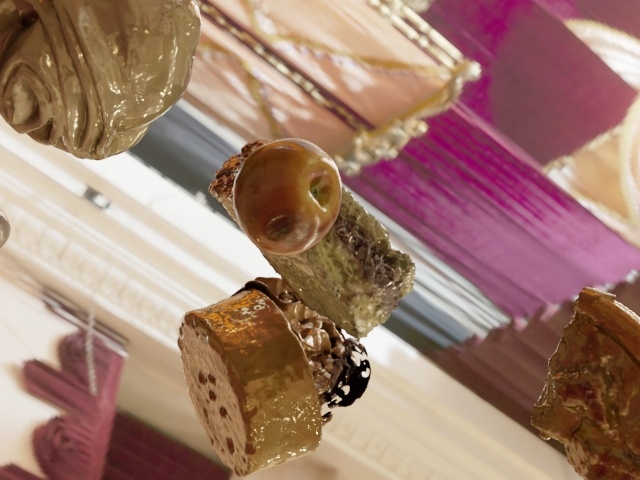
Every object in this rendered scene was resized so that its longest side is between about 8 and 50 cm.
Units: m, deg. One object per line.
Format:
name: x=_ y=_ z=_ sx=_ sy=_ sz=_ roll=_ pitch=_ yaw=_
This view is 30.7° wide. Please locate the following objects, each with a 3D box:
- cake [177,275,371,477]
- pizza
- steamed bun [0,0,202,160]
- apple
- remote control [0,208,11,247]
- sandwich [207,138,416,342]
cake: x=-0.059 y=0.228 z=2.094 sx=0.321 sy=0.332 sz=0.332 roll=-20 pitch=-167 yaw=-24
pizza: x=0.352 y=0.222 z=1.372 sx=0.089 sy=0.323 sz=0.223 roll=-23 pitch=167 yaw=-48
steamed bun: x=-0.333 y=-0.256 z=1.451 sx=0.219 sy=0.324 sz=0.310 roll=-32 pitch=171 yaw=-49
apple: x=-0.032 y=-0.044 z=1.141 sx=0.102 sy=0.099 sz=0.114 roll=-22 pitch=-132 yaw=44
remote control: x=-0.711 y=-0.005 z=2.101 sx=0.332 sy=0.221 sz=0.103 roll=-23 pitch=-118 yaw=29
sandwich: x=-0.001 y=0.000 z=1.714 sx=0.131 sy=0.325 sz=0.262 roll=-44 pitch=-163 yaw=-13
